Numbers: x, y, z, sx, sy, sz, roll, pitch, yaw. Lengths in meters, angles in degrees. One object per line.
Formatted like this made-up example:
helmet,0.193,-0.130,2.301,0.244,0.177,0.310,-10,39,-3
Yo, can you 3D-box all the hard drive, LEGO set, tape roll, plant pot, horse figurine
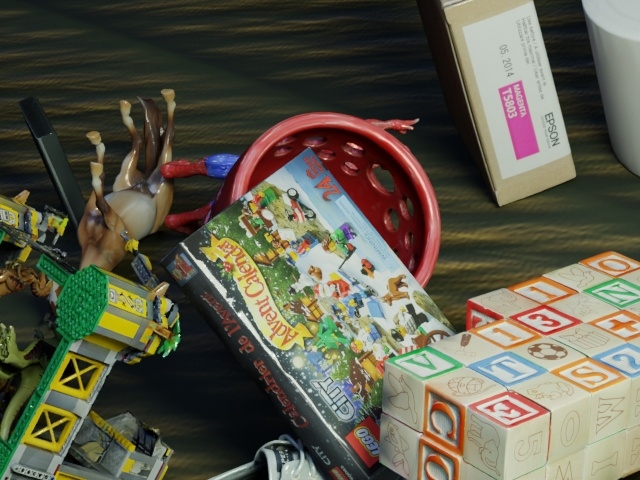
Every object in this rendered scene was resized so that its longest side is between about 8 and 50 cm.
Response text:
hard drive,-0.274,-0.075,1.872,0.022,0.135,0.094,-24,35,-9
LEGO set,-0.216,0.106,1.518,0.331,0.192,0.255,18,84,47
tape roll,0.381,-0.184,1.700,0.246,0.169,0.246,-12,36,9
plant pot,-0.014,0.002,1.570,0.191,0.191,0.174,-39,2,-27
horse figurine,-0.199,-0.048,1.805,0.066,0.174,0.263,11,32,13

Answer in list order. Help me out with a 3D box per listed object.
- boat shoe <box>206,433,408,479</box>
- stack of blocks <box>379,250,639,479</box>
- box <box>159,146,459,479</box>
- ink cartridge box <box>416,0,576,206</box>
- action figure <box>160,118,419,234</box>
boat shoe,-0.030,0.201,1.423,0.227,0.081,0.079,-23,34,-10
stack of blocks,0.183,0.106,1.369,0.297,0.087,0.171,-17,29,-37
box,0.005,0.060,1.425,0.159,0.233,0.044,-39,0,-37
ink cartridge box,0.160,-0.183,1.738,0.088,0.234,0.193,-20,35,-1
action figure,-0.009,-0.063,1.768,0.280,0.091,0.139,-9,-4,39
